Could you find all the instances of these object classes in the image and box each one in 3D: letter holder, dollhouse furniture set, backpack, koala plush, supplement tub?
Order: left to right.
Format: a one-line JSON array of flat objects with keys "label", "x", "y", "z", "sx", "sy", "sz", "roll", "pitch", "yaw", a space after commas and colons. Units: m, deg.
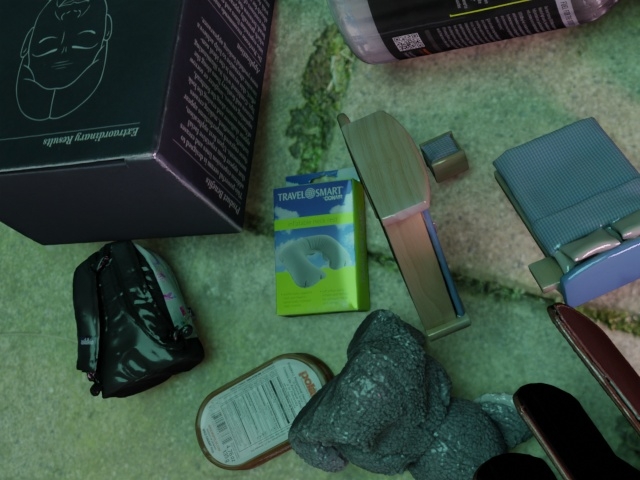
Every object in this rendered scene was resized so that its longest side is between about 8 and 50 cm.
[{"label": "backpack", "x": -0.233, "y": 0.092, "z": 1.236, "sx": 0.152, "sy": 0.115, "sz": 0.182, "roll": -24, "pitch": 72, "yaw": 5}, {"label": "koala plush", "x": 0.108, "y": 0.200, "z": 1.047, "sx": 0.221, "sy": 0.203, "sz": 0.196, "roll": 36, "pitch": 78, "yaw": 0}, {"label": "supplement tub", "x": 0.184, "y": -0.320, "z": 1.074, "sx": 0.338, "sy": 0.207, "sz": 0.207, "roll": -7, "pitch": 79, "yaw": 22}, {"label": "dollhouse furniture set", "x": 0.192, "y": -0.093, "z": 1.006, "sx": 0.303, "sy": 0.198, "sz": 0.286, "roll": -22, "pitch": 47, "yaw": 2}, {"label": "letter holder", "x": 0.239, "y": 0.186, "z": 0.920, "sx": 0.152, "sy": 0.302, "sz": 0.214, "roll": -37, "pitch": 70, "yaw": 14}]

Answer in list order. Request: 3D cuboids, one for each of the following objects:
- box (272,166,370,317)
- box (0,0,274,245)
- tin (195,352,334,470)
[{"label": "box", "x": 0.000, "y": 0.000, "z": 1.191, "sx": 0.109, "sy": 0.042, "sz": 0.178, "roll": -6, "pitch": 80, "yaw": 21}, {"label": "box", "x": -0.240, "y": -0.216, "z": 1.190, "sx": 0.293, "sy": 0.212, "sz": 0.395, "roll": -3, "pitch": 67, "yaw": 23}, {"label": "tin", "x": -0.067, "y": 0.208, "z": 1.192, "sx": 0.189, "sy": 0.040, "sz": 0.106, "roll": -31, "pitch": 76, "yaw": 16}]
